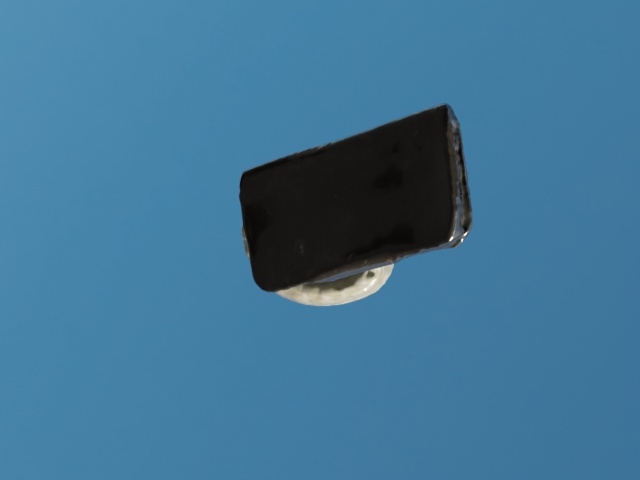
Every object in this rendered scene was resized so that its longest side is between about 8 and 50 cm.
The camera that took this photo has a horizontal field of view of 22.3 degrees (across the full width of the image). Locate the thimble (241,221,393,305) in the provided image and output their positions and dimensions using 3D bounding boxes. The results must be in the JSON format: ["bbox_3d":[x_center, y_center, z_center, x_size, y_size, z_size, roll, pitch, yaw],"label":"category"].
[{"bbox_3d":[0.000,0.000,1.272,0.115,0.090,0.102,4,-91,12],"label":"thimble"}]

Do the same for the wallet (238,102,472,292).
[{"bbox_3d":[0.016,-0.021,0.918,0.156,0.018,0.082,-18,-105,37],"label":"wallet"}]
